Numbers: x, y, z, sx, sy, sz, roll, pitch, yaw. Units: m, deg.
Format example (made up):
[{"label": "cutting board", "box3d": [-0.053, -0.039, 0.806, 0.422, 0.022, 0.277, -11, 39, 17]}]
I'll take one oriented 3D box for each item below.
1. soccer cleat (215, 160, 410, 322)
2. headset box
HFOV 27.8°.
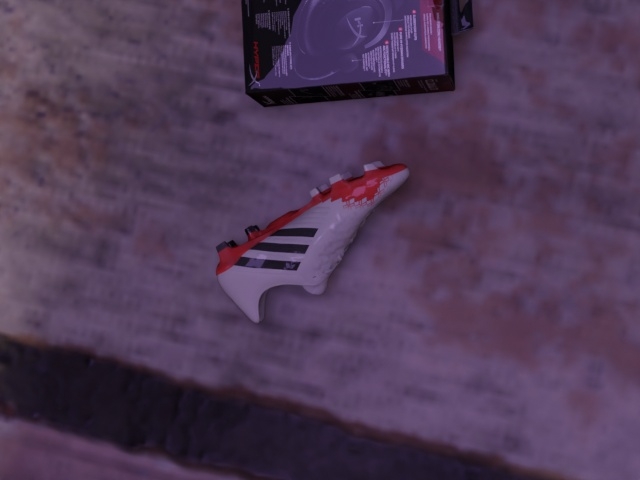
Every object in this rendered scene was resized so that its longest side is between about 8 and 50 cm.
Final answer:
[{"label": "soccer cleat", "box3d": [0.000, 0.000, 0.477, 0.083, 0.029, 0.036, -30, 89, 11]}, {"label": "headset box", "box3d": [0.014, -0.085, 0.477, 0.083, 0.032, 0.062, -4, 85, 10]}]
